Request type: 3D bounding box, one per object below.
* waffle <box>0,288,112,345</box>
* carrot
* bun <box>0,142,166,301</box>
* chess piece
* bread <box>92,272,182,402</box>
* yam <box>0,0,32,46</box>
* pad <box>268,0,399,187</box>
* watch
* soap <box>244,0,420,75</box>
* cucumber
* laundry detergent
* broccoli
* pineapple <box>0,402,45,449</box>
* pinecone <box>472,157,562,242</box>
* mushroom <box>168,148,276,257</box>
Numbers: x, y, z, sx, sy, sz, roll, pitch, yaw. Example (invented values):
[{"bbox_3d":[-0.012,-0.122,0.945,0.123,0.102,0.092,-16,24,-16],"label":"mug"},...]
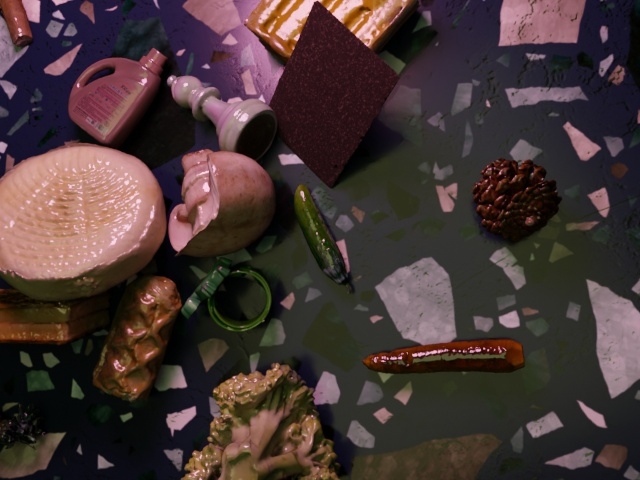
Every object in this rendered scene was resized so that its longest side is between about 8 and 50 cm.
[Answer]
[{"bbox_3d":[-0.621,0.156,1.471,0.308,0.213,0.091,1,95,10],"label":"waffle"},{"bbox_3d":[0.238,0.234,1.375,0.314,0.066,0.066,-6,84,14],"label":"carrot"},{"bbox_3d":[-0.497,-0.020,1.447,0.364,0.202,0.364,-1,56,1],"label":"bun"},{"bbox_3d":[-0.231,-0.281,1.484,0.272,0.139,0.139,35,93,22],"label":"chess piece"},{"bbox_3d":[-0.378,0.198,1.457,0.152,0.130,0.267,19,89,44],"label":"bread"},{"bbox_3d":[-0.727,-0.569,1.634,0.057,0.057,0.241,-20,84,9],"label":"yam"},{"bbox_3d":[0.008,-0.274,1.368,0.220,0.330,0.004,46,50,10],"label":"pad"},{"bbox_3d":[-0.185,0.125,1.448,0.152,0.131,0.165,35,89,-6],"label":"watch"},{"bbox_3d":[0.030,-0.461,1.426,0.259,0.143,0.281,43,94,14],"label":"soap"},{"bbox_3d":[0.000,0.000,1.440,0.056,0.056,0.250,-27,78,8],"label":"cucumber"},{"bbox_3d":[-0.452,-0.338,1.546,0.171,0.076,0.237,35,93,12],"label":"laundry detergent"},{"bbox_3d":[-0.105,0.409,1.313,0.293,0.281,0.347,17,89,13],"label":"broccoli"},{"bbox_3d":[-0.720,0.405,1.537,0.221,0.083,0.103,-1,86,9],"label":"pineapple"},{"bbox_3d":[0.365,-0.083,1.330,0.174,0.173,0.173,-1,85,11],"label":"pinecone"},{"bbox_3d":[-0.191,-0.079,1.419,0.254,0.189,0.195,-45,49,38],"label":"mushroom"}]
